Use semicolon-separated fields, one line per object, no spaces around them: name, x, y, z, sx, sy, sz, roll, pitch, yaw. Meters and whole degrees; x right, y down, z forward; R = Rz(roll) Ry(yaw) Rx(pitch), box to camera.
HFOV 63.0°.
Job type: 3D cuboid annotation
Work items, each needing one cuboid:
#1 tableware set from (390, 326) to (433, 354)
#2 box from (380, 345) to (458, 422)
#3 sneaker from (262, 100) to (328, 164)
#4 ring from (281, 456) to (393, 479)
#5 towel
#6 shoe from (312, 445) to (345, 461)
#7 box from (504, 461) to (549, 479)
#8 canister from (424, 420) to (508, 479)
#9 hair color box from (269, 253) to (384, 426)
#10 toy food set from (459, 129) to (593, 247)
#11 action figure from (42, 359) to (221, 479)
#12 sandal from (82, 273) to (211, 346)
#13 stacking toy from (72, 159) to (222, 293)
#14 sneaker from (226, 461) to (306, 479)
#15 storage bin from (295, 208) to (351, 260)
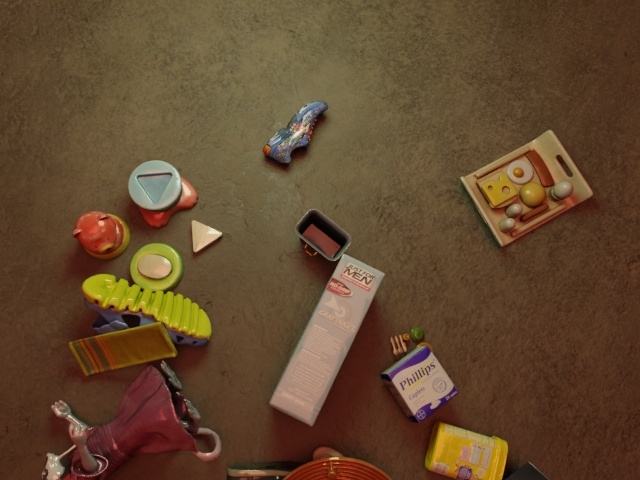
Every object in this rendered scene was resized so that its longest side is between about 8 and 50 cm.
tableware set;0.242;0.305;1.332;0.104;0.024;0.154;-16;78;-11
box;0.239;0.348;1.270;0.126;0.072;0.137;-32;82;-15
sneaker;-0.056;-0.291;1.419;0.087;0.083;0.221;45;83;-8
ring;0.036;0.651;1.175;0.337;0.032;0.336;0;98;-3
towel;-0.464;0.256;1.224;0.238;0.021;0.102;-14;117;9
shoe;0.064;0.580;1.235;0.077;0.058;0.219;-40;83;-12
box;0.472;0.632;1.208;0.158;0.093;0.155;-31;115;-10
canister;0.351;0.521;1.266;0.170;0.073;0.126;18;77;1
hair color box;0.013;0.233;1.243;0.114;0.185;0.374;26;77;2
toy food set;0.557;-0.144;1.421;0.306;0.092;0.219;-27;81;-11
action figure;-0.459;0.457;1.182;0.370;0.248;0.275;-38;110;-12
sandal;-0.422;0.192;1.266;0.318;0.126;0.138;21;114;-7
stacking toy;-0.424;-0.033;1.295;0.279;0.130;0.309;43;78;6
sneaker;-0.107;0.587;1.216;0.222;0.083;0.118;-1;82;5
storage bin;0.000;0.000;1.343;0.135;0.091;0.098;38;77;5
